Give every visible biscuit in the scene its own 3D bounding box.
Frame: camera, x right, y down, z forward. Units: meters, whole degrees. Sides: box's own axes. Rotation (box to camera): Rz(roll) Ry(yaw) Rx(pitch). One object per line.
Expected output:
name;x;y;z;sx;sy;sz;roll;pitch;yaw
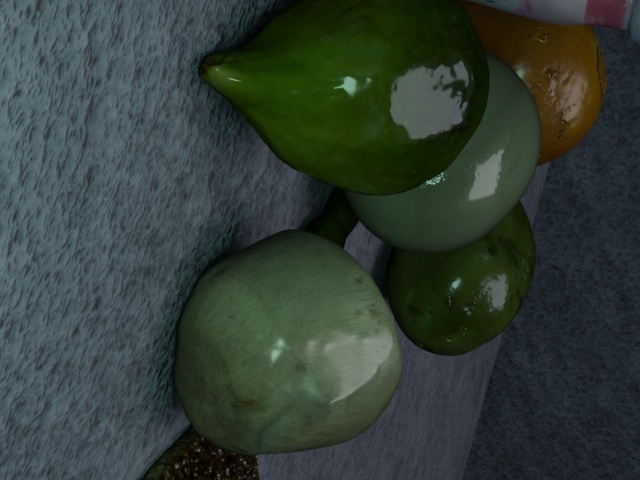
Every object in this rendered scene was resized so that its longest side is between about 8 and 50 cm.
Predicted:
biscuit;-0.115;0.248;1.523;0.237;0.026;0.131;-45;130;-62

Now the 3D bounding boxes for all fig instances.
fig;0.008;-0.131;1.295;0.275;0.206;0.206;-8;118;-50

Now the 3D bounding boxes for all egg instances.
egg;0.131;-0.106;1.681;0.219;0.219;0.269;93;15;-48

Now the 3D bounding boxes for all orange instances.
orange;0.241;-0.211;1.905;0.246;0.246;0.246;19;90;-76

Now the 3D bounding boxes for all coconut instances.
coconut;-0.024;0.099;1.415;0.224;0.224;0.224;19;90;-76

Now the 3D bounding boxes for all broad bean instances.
broad bean;0.000;0.003;1.678;0.254;0.046;0.065;-56;153;-51

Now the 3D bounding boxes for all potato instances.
potato;0.208;0.032;2.183;0.304;0.216;0.216;-49;154;-50

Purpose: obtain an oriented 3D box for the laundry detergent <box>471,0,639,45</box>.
laundry detergent;0.158;-0.249;1.350;0.159;0.335;0.088;22;87;-76
